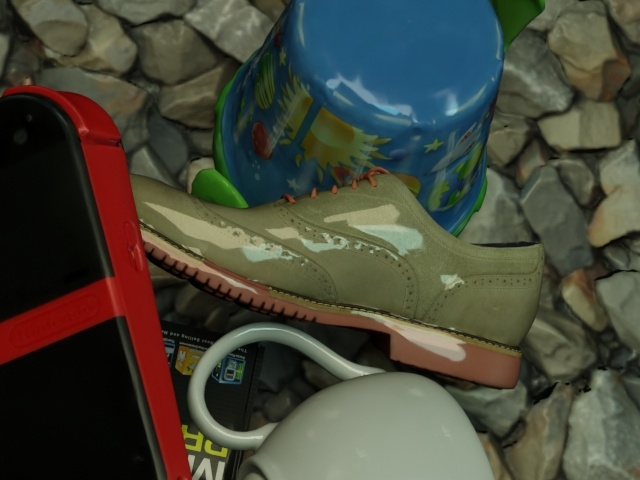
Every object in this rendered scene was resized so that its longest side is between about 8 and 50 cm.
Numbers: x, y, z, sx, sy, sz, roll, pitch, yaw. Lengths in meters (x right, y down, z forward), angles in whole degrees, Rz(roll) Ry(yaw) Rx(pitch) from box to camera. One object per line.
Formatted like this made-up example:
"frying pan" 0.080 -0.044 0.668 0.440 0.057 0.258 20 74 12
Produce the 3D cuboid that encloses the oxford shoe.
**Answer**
"oxford shoe" 0.000 0.000 1.460 0.348 0.123 0.130 19 91 -16

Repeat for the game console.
"game console" -0.283 0.097 1.402 0.386 0.060 0.342 -23 71 22

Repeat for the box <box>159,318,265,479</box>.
"box" -0.193 0.154 1.505 0.270 0.060 0.216 14 64 -4

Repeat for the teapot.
"teapot" 0.011 0.214 1.417 0.187 0.252 0.256 -9 23 -17

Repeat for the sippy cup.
"sippy cup" 0.042 -0.114 1.582 0.240 0.224 0.305 15 65 -3
